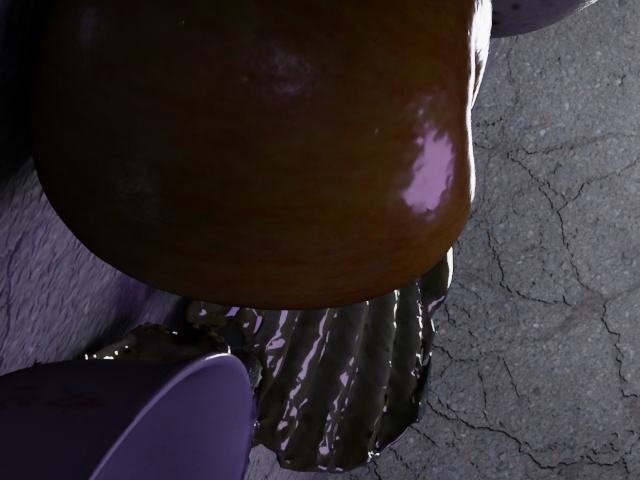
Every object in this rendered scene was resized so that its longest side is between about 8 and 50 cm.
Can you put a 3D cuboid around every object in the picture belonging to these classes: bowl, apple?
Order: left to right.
[{"bbox_3d":[-0.177,0.186,0.798,0.345,0.157,0.345,23,90,-78],"label":"bowl"},{"bbox_3d":[-0.019,-0.084,0.853,0.264,0.264,0.264,22,90,-82],"label":"apple"}]

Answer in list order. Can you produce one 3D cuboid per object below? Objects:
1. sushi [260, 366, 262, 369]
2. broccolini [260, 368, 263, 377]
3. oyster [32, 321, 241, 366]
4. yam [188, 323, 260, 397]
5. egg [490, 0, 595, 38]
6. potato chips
[{"bbox_3d":[-0.025,0.077,1.886,0.231,0.047,0.220,-53,163,-61],"label":"sushi"},{"bbox_3d":[-0.050,0.110,1.742,0.194,0.052,0.054,89,26,-55],"label":"broccolini"},{"bbox_3d":[-0.133,0.136,1.089,0.341,0.166,0.110,-99,-158,-78],"label":"oyster"},{"bbox_3d":[-0.091,0.118,1.470,0.179,0.078,0.078,104,11,-46],"label":"yam"},{"bbox_3d":[0.159,-0.329,1.208,0.287,0.287,0.379,-60,180,-44],"label":"egg"},{"bbox_3d":[0.004,-0.005,1.423,0.373,0.097,0.389,62,36,-36],"label":"potato chips"}]
